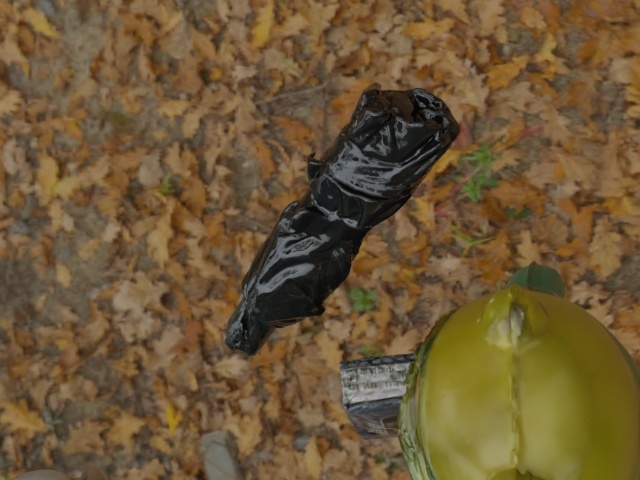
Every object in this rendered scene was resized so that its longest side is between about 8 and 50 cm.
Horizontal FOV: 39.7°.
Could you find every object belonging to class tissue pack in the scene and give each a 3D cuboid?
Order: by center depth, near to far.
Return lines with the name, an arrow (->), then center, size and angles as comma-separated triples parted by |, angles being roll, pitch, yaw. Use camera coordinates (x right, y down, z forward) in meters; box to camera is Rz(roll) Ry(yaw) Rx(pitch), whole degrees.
tissue pack -> 0.151, 0.187, 1.089 | 0.236, 0.173, 0.073 | -8, 63, 7

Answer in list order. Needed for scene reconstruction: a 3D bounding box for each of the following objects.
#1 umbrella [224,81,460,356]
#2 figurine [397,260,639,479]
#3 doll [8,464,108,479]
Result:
umbrella -> 0.000, 0.000, 0.555 | 0.235, 0.066, 0.059 | -56, 26, 38
figurine -> 0.197, 0.166, 0.796 | 0.231, 0.340, 0.323 | -4, 74, 19
doll -> -0.177, 0.242, 0.485 | 0.154, 0.278, 0.119 | -15, 119, 38
